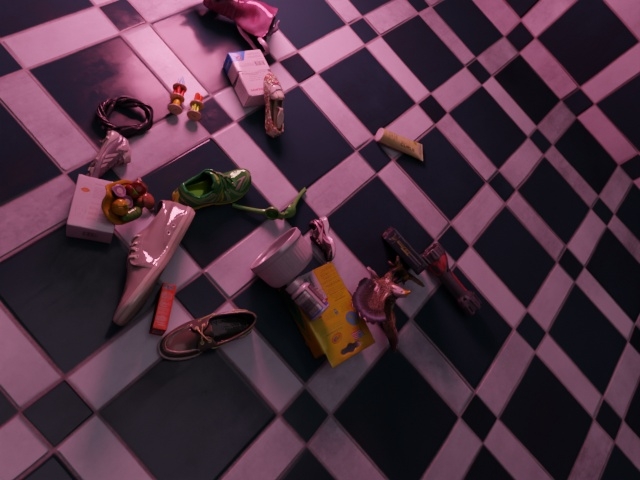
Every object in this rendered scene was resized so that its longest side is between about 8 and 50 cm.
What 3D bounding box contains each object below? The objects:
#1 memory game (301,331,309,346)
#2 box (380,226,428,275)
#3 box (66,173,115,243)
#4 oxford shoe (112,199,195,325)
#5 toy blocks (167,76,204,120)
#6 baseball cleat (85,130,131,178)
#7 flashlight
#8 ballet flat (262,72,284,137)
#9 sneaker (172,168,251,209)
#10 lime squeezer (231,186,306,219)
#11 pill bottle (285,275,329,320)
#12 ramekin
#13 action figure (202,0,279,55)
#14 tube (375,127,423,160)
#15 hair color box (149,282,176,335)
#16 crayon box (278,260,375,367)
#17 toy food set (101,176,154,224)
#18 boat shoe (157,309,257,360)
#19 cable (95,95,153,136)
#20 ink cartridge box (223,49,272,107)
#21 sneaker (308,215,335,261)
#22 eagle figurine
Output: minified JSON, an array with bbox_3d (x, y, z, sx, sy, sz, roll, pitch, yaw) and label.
[{"bbox_3d":[0.015,0.306,1.803,0.186,0.012,0.186,11,63,-22],"label":"memory game"},{"bbox_3d":[0.310,0.034,1.963,0.059,0.233,0.183,-42,91,5],"label":"box"},{"bbox_3d":[-0.679,-0.093,1.578,0.130,0.091,0.170,13,63,-22],"label":"box"},{"bbox_3d":[-0.515,0.052,1.555,0.130,0.169,0.449,30,50,-16],"label":"oxford shoe"},{"bbox_3d":[-0.480,-0.520,1.902,0.123,0.054,0.148,15,61,-20],"label":"toy blocks"},{"bbox_3d":[-0.668,-0.252,1.671,0.109,0.072,0.206,29,65,-31],"label":"baseball cleat"},{"bbox_3d":[0.524,0.153,2.093,0.103,0.103,0.304,-40,93,-4],"label":"flashlight"},{"bbox_3d":[-0.167,-0.512,1.985,0.091,0.077,0.241,-13,107,-37],"label":"ballet flat"},{"bbox_3d":[-0.350,-0.181,1.770,0.295,0.123,0.109,-25,80,-34],"label":"sneaker"},{"bbox_3d":[-0.157,-0.124,1.886,0.310,0.059,0.110,-16,76,-31],"label":"lime squeezer"},{"bbox_3d":[-0.043,0.183,1.678,0.137,0.078,0.078,46,55,1],"label":"pill bottle"},{"bbox_3d":[-0.121,0.063,1.733,0.109,0.207,0.207,48,55,-11],"label":"ramekin"},{"bbox_3d":[-0.357,-0.928,2.109,0.370,0.248,0.276,16,88,-21],"label":"action figure"},{"bbox_3d":[0.354,-0.425,2.294,0.240,0.062,0.070,18,101,-25],"label":"tube"},{"bbox_3d":[-0.470,0.205,1.561,0.043,0.072,0.141,17,60,-20],"label":"hair color box"},{"bbox_3d":[0.022,0.254,1.773,0.202,0.081,0.319,-22,77,-32],"label":"crayon box"},{"bbox_3d":[-0.561,-0.126,1.582,0.218,0.071,0.128,-46,124,-64],"label":"toy food set"},{"bbox_3d":[-0.336,0.277,1.584,0.305,0.091,0.109,-13,74,-32],"label":"boat shoe"},{"bbox_3d":[-0.658,-0.424,1.777,0.184,0.047,0.150,-27,77,-32],"label":"cable"},{"bbox_3d":[-0.268,-0.632,2.045,0.148,0.086,0.203,-19,78,-33],"label":"ink cartridge box"},{"bbox_3d":[0.000,0.000,1.914,0.077,0.072,0.178,-7,63,-17],"label":"sneaker"},{"bbox_3d":[0.231,0.208,1.843,0.226,0.225,0.298,28,68,7],"label":"eagle figurine"}]
